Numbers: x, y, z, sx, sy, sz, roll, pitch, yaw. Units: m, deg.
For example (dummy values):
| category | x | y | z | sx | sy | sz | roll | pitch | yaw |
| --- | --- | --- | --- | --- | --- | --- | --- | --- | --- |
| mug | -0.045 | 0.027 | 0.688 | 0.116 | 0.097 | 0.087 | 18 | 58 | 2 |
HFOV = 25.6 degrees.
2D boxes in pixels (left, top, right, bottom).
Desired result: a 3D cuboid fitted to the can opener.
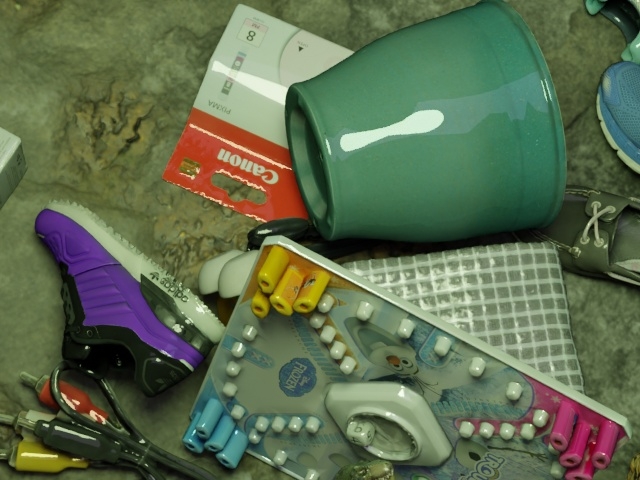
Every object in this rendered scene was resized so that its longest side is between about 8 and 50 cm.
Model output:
| category | x | y | z | sx | sy | sz | roll | pitch | yaw |
| --- | --- | --- | --- | --- | --- | --- | --- | --- | --- |
| can opener | 0.000 | 0.000 | 1.669 | 0.186 | 0.073 | 0.059 | -5 | 87 | -21 |

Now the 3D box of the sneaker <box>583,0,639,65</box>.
| category | x | y | z | sx | sy | sz | roll | pitch | yaw |
| --- | --- | --- | --- | --- | --- | --- | --- | --- | --- |
| sneaker | 0.382 | -0.350 | 1.779 | 0.122 | 0.110 | 0.283 | -23 | 78 | -8 |

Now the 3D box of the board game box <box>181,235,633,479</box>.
| category | x | y | z | sx | sy | sz | roll | pitch | yaw |
| --- | --- | --- | --- | --- | --- | --- | --- | --- | --- |
| board game box | 0.064 | 0.201 | 1.451 | 0.390 | 0.390 | 0.050 | 28 | 52 | 2 |

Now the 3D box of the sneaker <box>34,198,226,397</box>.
| category | x | y | z | sx | sy | sz | roll | pitch | yaw |
| --- | --- | --- | --- | --- | --- | --- | --- | --- | --- |
| sneaker | -0.246 | 0.070 | 1.557 | 0.293 | 0.102 | 0.146 | 34 | 79 | 32 |

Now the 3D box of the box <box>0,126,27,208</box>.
| category | x | y | z | sx | sy | sz | roll | pitch | yaw |
| --- | --- | --- | --- | --- | --- | --- | --- | --- | --- |
| box | -0.402 | -0.081 | 1.620 | 0.087 | 0.101 | 0.102 | 29 | 72 | 2 |

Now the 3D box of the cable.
| category | x | y | z | sx | sy | sz | roll | pitch | yaw |
| --- | --- | --- | --- | --- | --- | --- | --- | --- | --- |
| cable | -0.222 | 0.229 | 1.588 | 0.287 | 0.072 | 0.139 | 23 | 80 | -10 |

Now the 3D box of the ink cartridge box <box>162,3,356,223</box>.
| category | x | y | z | sx | sy | sz | roll | pitch | yaw |
| --- | --- | --- | --- | --- | --- | --- | --- | --- | --- |
| ink cartridge box | -0.060 | -0.148 | 1.702 | 0.189 | 0.066 | 0.232 | 23 | 70 | 0 |

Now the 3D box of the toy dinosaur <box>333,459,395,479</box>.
| category | x | y | z | sx | sy | sz | roll | pitch | yaw |
| --- | --- | --- | --- | --- | --- | --- | --- | --- | --- |
| toy dinosaur | -0.009 | 0.340 | 1.439 | 0.268 | 0.064 | 0.118 | -43 | 100 | -8 |

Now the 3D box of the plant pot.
| category | x | y | z | sx | sy | sz | roll | pitch | yaw |
| --- | --- | --- | --- | --- | --- | --- | --- | --- | --- |
| plant pot | 0.104 | -0.113 | 1.592 | 0.255 | 0.271 | 0.271 | -15 | 77 | -12 |

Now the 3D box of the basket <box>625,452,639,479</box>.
| category | x | y | z | sx | sy | sz | roll | pitch | yaw |
| --- | --- | --- | --- | --- | --- | --- | --- | --- | --- |
| basket | 0.448 | 0.356 | 1.537 | 0.214 | 0.223 | 0.299 | 0 | 76 | -6 |

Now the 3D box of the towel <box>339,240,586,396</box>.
| category | x | y | z | sx | sy | sz | roll | pitch | yaw |
| --- | --- | --- | --- | --- | --- | --- | --- | --- | --- |
| towel | 0.152 | 0.128 | 1.617 | 0.284 | 0.121 | 0.235 | -6 | 75 | -8 |

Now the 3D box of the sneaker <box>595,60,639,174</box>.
| category | x | y | z | sx | sy | sz | roll | pitch | yaw |
| --- | --- | --- | --- | --- | --- | --- | --- | --- | --- |
| sneaker | 0.469 | -0.120 | 1.672 | 0.130 | 0.147 | 0.330 | -29 | 59 | -30 |

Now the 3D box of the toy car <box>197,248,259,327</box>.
| category | x | y | z | sx | sy | sz | roll | pitch | yaw |
| --- | --- | --- | --- | --- | --- | --- | --- | --- | --- |
| toy car | -0.045 | 0.078 | 1.582 | 0.136 | 0.182 | 0.159 | -24 | 98 | -19 |

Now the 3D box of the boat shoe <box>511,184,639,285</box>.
| category | x | y | z | sx | sy | sz | roll | pitch | yaw |
| --- | --- | --- | --- | --- | --- | --- | --- | --- | --- |
| boat shoe | 0.393 | 0.005 | 1.689 | 0.335 | 0.095 | 0.112 | 21 | 74 | -1 |
